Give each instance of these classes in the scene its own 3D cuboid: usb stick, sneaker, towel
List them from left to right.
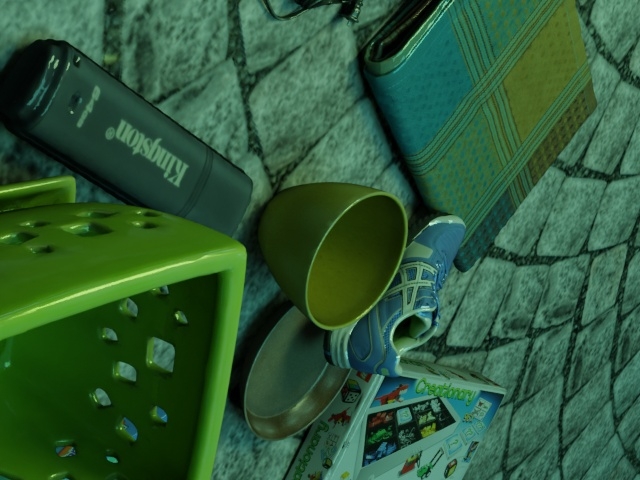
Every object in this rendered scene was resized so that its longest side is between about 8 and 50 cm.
[{"bbox_3d":[-0.140,-0.067,1.042,0.077,0.045,0.278,-58,145,-3],"label":"usb stick"},{"bbox_3d":[0.092,0.058,1.357,0.211,0.081,0.080,-51,145,-27],"label":"sneaker"},{"bbox_3d":[0.177,-0.159,1.395,0.271,0.040,0.370,-50,146,-14],"label":"towel"}]

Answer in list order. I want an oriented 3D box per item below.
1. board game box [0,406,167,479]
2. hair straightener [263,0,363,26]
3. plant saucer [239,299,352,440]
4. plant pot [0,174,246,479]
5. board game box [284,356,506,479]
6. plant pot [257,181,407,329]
[{"bbox_3d":[-0.195,0.232,1.184,0.210,0.047,0.160,-31,136,-35],"label":"board game box"},{"bbox_3d":[0.034,-0.220,1.153,0.230,0.047,0.089,-19,128,-44],"label":"hair straightener"},{"bbox_3d":[-0.024,0.118,1.340,0.168,0.029,0.168,-33,138,-36],"label":"plant saucer"},{"bbox_3d":[-0.209,0.083,0.917,0.228,0.207,0.227,-16,126,-46],"label":"plant pot"},{"bbox_3d":[0.088,0.231,1.544,0.305,0.053,0.193,18,100,-56],"label":"board game box"},{"bbox_3d":[0.000,0.000,1.226,0.134,0.095,0.134,-31,136,-35],"label":"plant pot"}]
